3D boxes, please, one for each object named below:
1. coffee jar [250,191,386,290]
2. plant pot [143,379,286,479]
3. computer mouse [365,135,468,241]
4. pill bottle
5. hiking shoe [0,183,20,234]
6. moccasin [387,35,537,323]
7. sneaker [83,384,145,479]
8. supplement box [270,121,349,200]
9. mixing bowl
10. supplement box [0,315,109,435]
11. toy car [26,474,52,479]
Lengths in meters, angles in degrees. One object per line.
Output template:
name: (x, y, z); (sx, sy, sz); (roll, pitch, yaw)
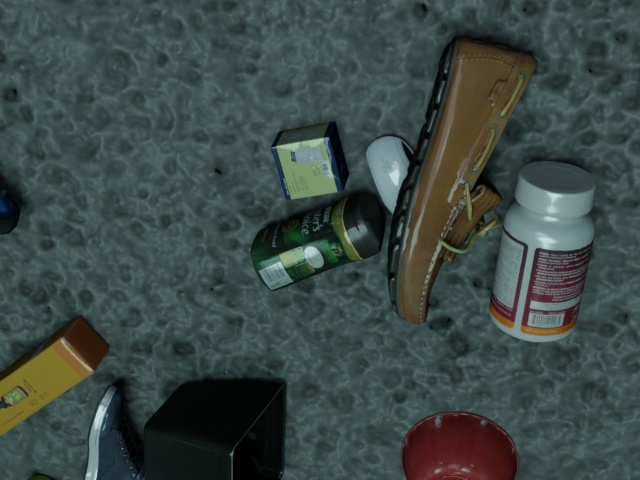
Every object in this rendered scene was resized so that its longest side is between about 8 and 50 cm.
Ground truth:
coffee jar: (0.000, 0.000, 1.636); (0.184, 0.096, 0.079); (-20, 114, 20)
plant pot: (-0.166, 0.318, 1.799); (0.167, 0.188, 0.187); (14, 120, 19)
computer mouse: (0.121, -0.052, 1.614); (0.106, 0.042, 0.193); (-25, 110, 23)
pill bottle: (0.297, 0.015, 1.568); (0.121, 0.121, 0.221); (9, 119, 7)
hiking shoe: (-0.525, -0.136, 1.663); (0.132, 0.113, 0.304); (-34, 107, 23)
moccasin: (0.181, -0.068, 1.527); (0.147, 0.139, 0.380); (16, 98, -2)
sneaker: (-0.288, 0.339, 1.879); (0.163, 0.086, 0.226); (13, 117, 3)
supplement box: (-0.014, -0.108, 1.605); (0.083, 0.056, 0.083); (-8, 115, 15)
mixing bowl: (0.206, 0.361, 1.782); (0.181, 0.098, 0.181); (5, 119, 9)
supplement box: (-0.443, 0.215, 1.851); (0.233, 0.080, 0.078); (-34, 105, 23)
toy car: (-0.463, 0.514, 1.946); (0.149, 0.188, 0.155); (17, 119, 3)
